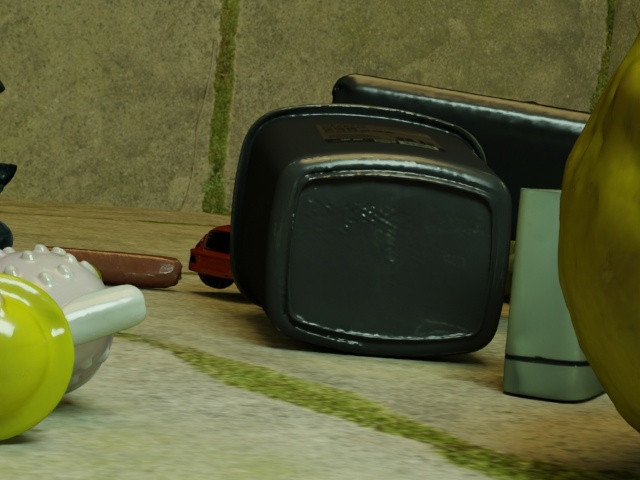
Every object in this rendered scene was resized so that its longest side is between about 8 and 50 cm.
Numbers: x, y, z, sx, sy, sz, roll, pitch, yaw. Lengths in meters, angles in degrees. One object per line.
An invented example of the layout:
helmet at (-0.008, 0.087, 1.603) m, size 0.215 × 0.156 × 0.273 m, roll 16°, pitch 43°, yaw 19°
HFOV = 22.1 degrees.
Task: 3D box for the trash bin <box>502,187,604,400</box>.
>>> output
trash bin at (0.158, 0.033, 1.060) m, size 0.059 × 0.130 × 0.116 m, roll 5°, pitch 3°, yaw 20°

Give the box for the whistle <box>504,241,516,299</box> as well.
whistle at (0.244, 0.029, 1.738) m, size 0.105 × 0.085 × 0.227 m, roll 2°, pitch 3°, yaw -38°

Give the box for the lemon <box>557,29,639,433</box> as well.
lemon at (0.238, -0.005, 0.750) m, size 0.316 × 0.285 × 0.285 m, roll -26°, pitch 22°, yaw -36°

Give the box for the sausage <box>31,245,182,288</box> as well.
sausage at (-0.202, 0.024, 1.529) m, size 0.147 × 0.035 × 0.030 m, roll 3°, pitch -29°, yaw 4°

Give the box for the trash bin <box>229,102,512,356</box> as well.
trash bin at (0.037, -0.009, 1.277) m, size 0.209 × 0.182 × 0.290 m, roll 6°, pitch 8°, yaw -6°

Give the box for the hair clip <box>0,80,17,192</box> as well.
hair clip at (-0.473, -0.098, 1.668) m, size 0.310 × 0.195 × 0.206 m, roll -12°, pitch -1°, yaw 31°

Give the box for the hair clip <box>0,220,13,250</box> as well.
hair clip at (-0.369, 0.005, 1.519) m, size 0.083 × 0.048 × 0.275 m, roll 10°, pitch 5°, yaw 8°

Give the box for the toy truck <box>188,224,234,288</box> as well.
toy truck at (0.000, 0.000, 1.572) m, size 0.252 × 0.114 × 0.107 m, roll 4°, pitch 4°, yaw -39°

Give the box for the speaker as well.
speaker at (0.193, -0.034, 1.492) m, size 0.388 × 0.184 × 0.180 m, roll 11°, pitch 6°, yaw 5°

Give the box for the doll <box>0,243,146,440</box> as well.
doll at (-0.148, 0.046, 0.777) m, size 0.129 × 0.081 × 0.207 m, roll -14°, pitch 4°, yaw 3°
